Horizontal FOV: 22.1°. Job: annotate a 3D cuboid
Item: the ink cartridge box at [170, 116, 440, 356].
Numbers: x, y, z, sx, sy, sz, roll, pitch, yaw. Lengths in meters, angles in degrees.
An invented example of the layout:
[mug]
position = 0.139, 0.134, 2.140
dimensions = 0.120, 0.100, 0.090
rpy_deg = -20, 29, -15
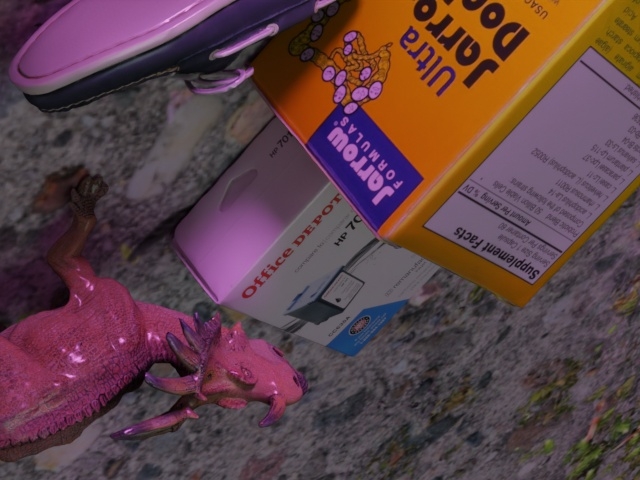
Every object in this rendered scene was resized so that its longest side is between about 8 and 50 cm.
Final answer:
[ink cartridge box]
position = 0.000, 0.000, 1.278
dimensions = 0.139, 0.082, 0.191
rpy_deg = -47, 145, 14

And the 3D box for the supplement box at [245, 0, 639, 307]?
[supplement box]
position = 0.160, -0.159, 1.137
dimensions = 0.356, 0.195, 0.194
rpy_deg = -47, 144, 12

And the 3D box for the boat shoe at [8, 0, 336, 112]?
[boat shoe]
position = -0.076, -0.142, 1.045
dimensions = 0.254, 0.095, 0.079
rpy_deg = -35, 135, -19

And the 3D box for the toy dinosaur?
[toy dinosaur]
position = -0.176, 0.096, 1.129
dimensions = 0.296, 0.200, 0.127
rpy_deg = -29, 144, -10
